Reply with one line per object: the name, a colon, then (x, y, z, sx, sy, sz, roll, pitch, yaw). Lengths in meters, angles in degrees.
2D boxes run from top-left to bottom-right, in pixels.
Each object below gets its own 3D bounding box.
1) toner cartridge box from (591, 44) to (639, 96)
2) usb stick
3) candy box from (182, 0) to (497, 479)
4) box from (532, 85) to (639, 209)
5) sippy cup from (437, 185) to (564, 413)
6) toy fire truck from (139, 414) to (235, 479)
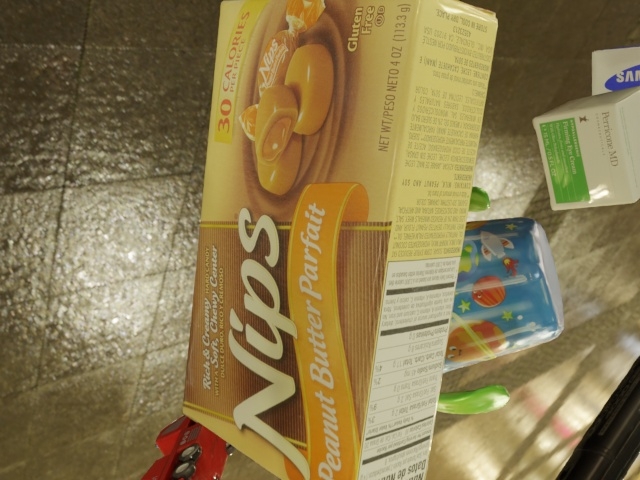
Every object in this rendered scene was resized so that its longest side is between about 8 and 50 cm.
toner cartridge box: (0.482, -0.141, 0.741, 0.075, 0.347, 0.165, -21, 110, -45)
usb stick: (0.337, 0.196, 0.750, 0.278, 0.045, 0.077, -48, 176, -17)
candy box: (0.000, 0.000, 0.473, 0.087, 0.183, 0.317, -3, 104, -44)
box: (0.285, -0.094, 0.695, 0.102, 0.087, 0.101, -28, 106, -44)
sippy cup: (0.209, 0.070, 0.948, 0.224, 0.306, 0.240, -14, 174, 23)
toy fire truck: (-0.152, 0.222, 0.580, 0.135, 0.047, 0.192, -25, -167, 9)
